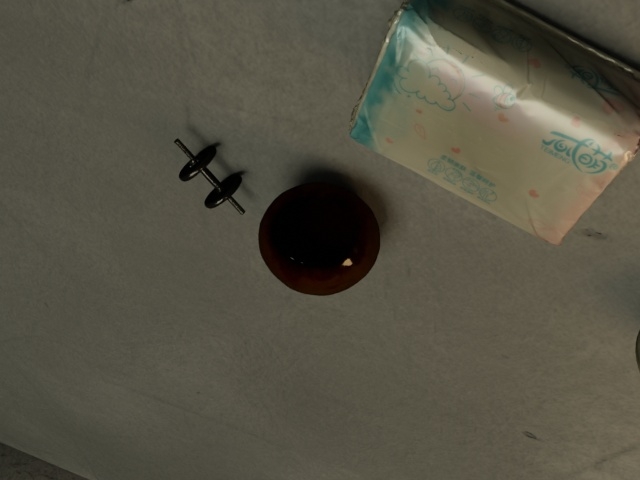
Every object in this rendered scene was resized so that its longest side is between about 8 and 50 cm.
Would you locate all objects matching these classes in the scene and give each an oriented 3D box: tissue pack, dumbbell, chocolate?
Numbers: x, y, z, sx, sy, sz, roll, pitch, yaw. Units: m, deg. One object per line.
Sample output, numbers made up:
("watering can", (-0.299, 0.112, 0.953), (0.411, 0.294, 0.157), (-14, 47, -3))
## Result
("tissue pack", (0.182, -0.135, 0.876), (0.271, 0.124, 0.201), (28, 146, 4))
("dumbbell", (-0.159, -0.091, 1.205), (0.069, 0.069, 0.147), (-17, 123, 45))
("chocolate", (0.000, 0.000, 1.145), (0.176, 0.177, 0.177), (19, 141, 16))

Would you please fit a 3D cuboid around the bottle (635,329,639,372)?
("bottle", (0.496, 0.114, 0.939), (0.120, 0.120, 0.253), (44, 141, -16))
